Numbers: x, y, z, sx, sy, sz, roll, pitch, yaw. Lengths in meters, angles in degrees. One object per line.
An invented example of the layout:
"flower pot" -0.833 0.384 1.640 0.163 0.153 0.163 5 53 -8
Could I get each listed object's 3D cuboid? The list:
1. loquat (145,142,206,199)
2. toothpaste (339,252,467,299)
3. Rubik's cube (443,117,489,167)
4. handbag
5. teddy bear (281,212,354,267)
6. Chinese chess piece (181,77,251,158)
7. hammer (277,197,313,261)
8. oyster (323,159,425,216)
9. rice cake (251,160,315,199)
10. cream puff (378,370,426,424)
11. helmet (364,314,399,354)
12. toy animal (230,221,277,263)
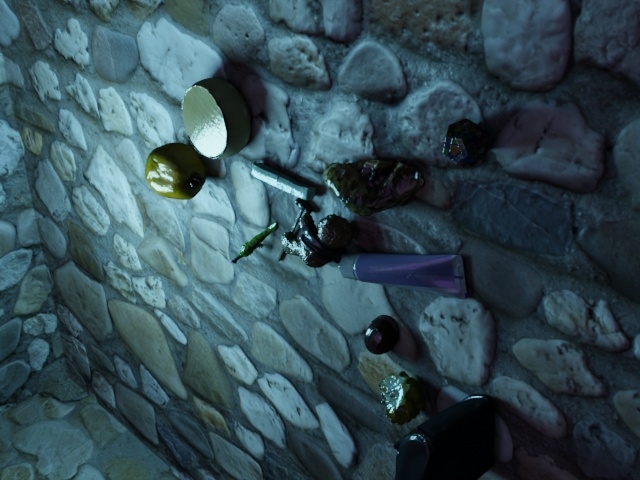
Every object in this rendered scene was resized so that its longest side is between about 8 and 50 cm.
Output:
"loquat" -0.483 -0.228 2.381 0.234 0.176 0.187 18 125 27
"toothpaste" 0.217 0.085 1.904 0.371 0.080 0.125 5 115 40
"Rubik's cube" 0.326 -0.218 1.595 0.111 0.111 0.093 45 111 19
"handbag" 0.318 0.539 1.886 0.178 0.302 0.274 18 122 47
"teddy bear" -0.005 0.017 2.053 0.182 0.129 0.251 31 140 -20
"Chinese chess piece" -0.323 -0.374 2.187 0.250 0.103 0.249 25 128 37
"hammer" -0.092 -0.023 2.205 0.058 0.029 0.292 48 140 18
"oyster" 0.131 -0.150 1.851 0.294 0.094 0.166 -14 92 43
"rice cake" -0.115 -0.178 2.125 0.245 0.042 0.045 27 118 33
"cream puff" 0.242 0.461 2.065 0.121 0.156 0.156 -25 94 8
"helmet" 0.170 0.281 2.063 0.098 0.070 0.123 36 135 28
"toy animal" -0.205 0.003 2.319 0.217 0.075 0.041 -39 84 21
